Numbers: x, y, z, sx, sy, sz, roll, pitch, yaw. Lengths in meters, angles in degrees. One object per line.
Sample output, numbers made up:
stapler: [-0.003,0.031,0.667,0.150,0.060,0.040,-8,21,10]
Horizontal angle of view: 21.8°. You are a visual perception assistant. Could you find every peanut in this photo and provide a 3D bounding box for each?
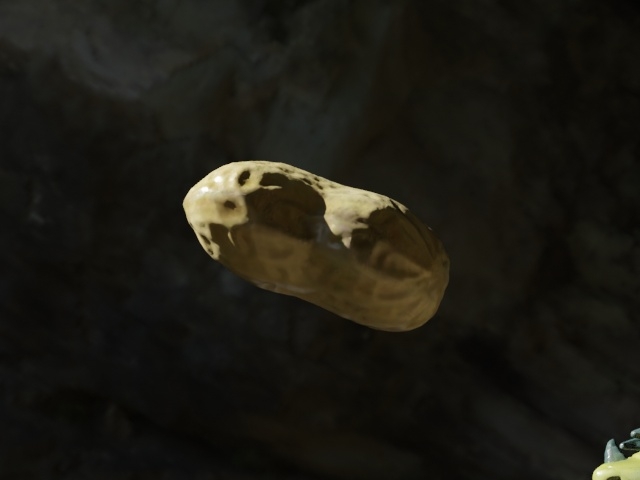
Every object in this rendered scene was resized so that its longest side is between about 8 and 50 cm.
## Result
peanut: [0.000,0.000,1.839,0.152,0.313,0.152,-158,90,-80]

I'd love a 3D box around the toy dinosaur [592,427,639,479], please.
toy dinosaur: [0.332,0.186,1.195,0.259,0.153,0.094,-14,-20,-14]
